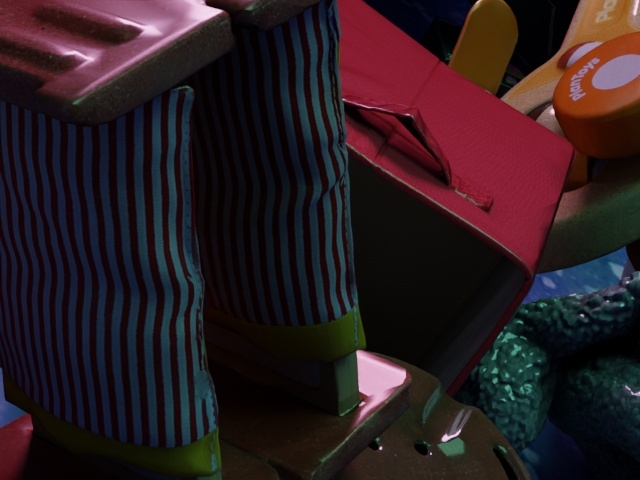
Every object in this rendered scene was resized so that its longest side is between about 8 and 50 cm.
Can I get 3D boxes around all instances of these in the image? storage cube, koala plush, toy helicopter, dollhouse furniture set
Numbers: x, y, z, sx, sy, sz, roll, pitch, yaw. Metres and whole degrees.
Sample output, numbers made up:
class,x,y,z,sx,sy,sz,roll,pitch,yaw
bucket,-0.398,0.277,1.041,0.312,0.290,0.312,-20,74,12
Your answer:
class,x,y,z,sx,sy,sz,roll,pitch,yaw
storage cube,0.000,0.000,0.933,0.183,0.215,0.193,34,24,0
koala plush,0.199,0.142,0.966,0.196,0.203,0.221,26,51,-46
toy helicopter,0.165,-0.102,1.163,0.140,0.235,0.355,57,36,-29
dollhouse furniture set,-0.151,-0.034,0.708,0.374,0.201,0.152,19,38,37

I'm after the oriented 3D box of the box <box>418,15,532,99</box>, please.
class,x,y,z,sx,sy,sz,roll,pitch,yaw
box,0.111,-0.116,1.353,0.083,0.052,0.062,21,33,-21

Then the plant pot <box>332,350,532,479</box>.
class,x,y,z,sx,sy,sz,roll,pitch,yaw
plant pot,-0.001,0.145,0.769,0.167,0.165,0.167,24,33,-17

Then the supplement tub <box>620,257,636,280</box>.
class,x,y,z,sx,sy,sz,roll,pitch,yaw
supplement tub,0.341,0.048,1.211,0.272,0.191,0.191,-2,46,-45

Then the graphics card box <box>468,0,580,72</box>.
class,x,y,z,sx,sy,sz,roll,pitch,yaw
graphics card box,0.098,-0.293,1.427,0.233,0.094,0.371,44,13,-26
